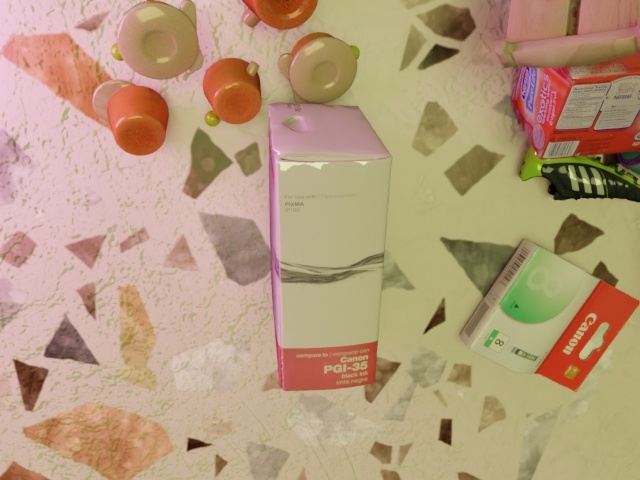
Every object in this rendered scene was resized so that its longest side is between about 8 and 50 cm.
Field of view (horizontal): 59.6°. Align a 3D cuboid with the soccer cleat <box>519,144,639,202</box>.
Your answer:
[{"bbox_3d":[0.361,-0.082,0.768,0.179,0.060,0.072,21,113,-3],"label":"soccer cleat"}]

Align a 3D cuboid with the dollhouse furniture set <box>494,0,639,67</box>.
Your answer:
[{"bbox_3d":[0.307,-0.209,0.582,0.356,0.174,0.303,5,81,33],"label":"dollhouse furniture set"}]

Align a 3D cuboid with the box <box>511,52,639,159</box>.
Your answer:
[{"bbox_3d":[0.385,-0.193,0.676,0.257,0.122,0.128,-6,144,-2],"label":"box"}]

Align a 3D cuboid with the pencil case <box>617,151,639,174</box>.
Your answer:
[{"bbox_3d":[0.490,-0.102,0.763,0.152,0.064,0.070,23,66,-11],"label":"pencil case"}]

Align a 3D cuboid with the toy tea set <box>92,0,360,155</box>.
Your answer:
[{"bbox_3d":[-0.128,-0.236,0.679,0.336,0.124,0.200,-20,136,-1],"label":"toy tea set"}]

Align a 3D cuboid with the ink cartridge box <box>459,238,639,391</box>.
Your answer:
[{"bbox_3d":[0.349,0.125,0.827,0.225,0.056,0.180,27,103,-9],"label":"ink cartridge box"}]

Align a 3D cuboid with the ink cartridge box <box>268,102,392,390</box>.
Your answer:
[{"bbox_3d":[0.000,0.000,0.660,0.117,0.207,0.282,-2,118,-6],"label":"ink cartridge box"}]
